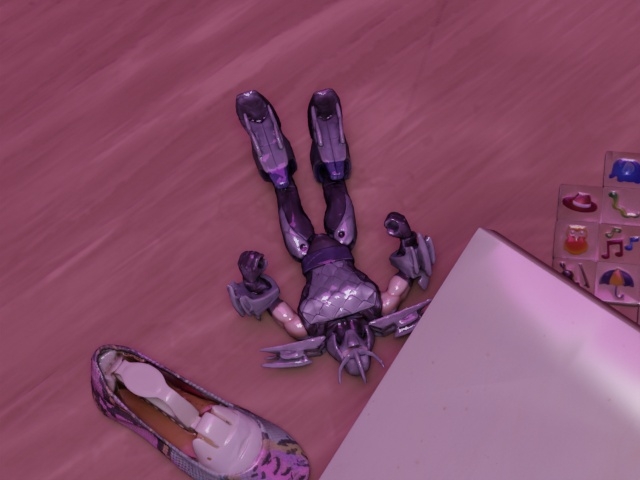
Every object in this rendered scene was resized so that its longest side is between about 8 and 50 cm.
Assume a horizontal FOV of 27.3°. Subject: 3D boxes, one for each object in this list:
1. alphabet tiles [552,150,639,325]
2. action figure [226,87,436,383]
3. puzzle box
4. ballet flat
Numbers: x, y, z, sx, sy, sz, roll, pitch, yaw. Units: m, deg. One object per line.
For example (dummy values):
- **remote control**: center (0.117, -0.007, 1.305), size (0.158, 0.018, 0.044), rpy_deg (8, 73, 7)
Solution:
- **alphabet tiles**: center (0.331, 0.010, 1.194), size (0.237, 0.009, 0.198), rpy_deg (5, 63, 11)
- **action figure**: center (0.000, 0.000, 1.196), size (0.185, 0.099, 0.285), rpy_deg (-12, 65, -9)
- **puzzle box**: center (0.122, 0.231, 0.967), size (0.272, 0.052, 0.409), rpy_deg (35, 100, 18)
- **ballet flat**: center (-0.113, 0.154, 1.137), size (0.221, 0.079, 0.077), rpy_deg (27, 68, 20)
